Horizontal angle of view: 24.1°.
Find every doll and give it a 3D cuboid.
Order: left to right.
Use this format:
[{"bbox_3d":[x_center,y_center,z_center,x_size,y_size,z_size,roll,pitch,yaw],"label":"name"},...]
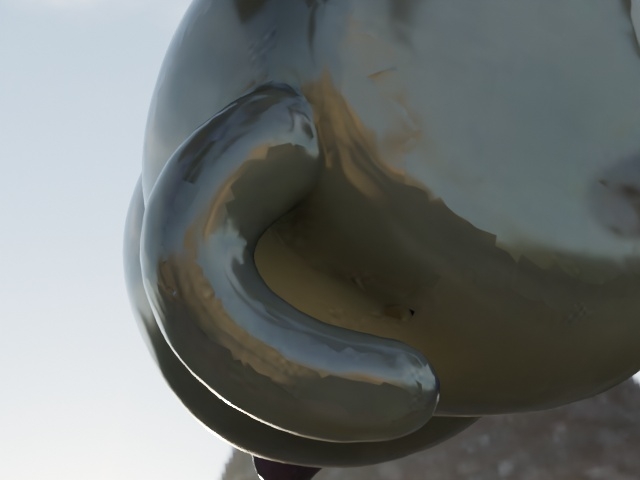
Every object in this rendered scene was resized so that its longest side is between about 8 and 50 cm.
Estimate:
[{"bbox_3d":[0.025,-0.016,0.632,0.226,0.215,0.370,-29,-6,-9],"label":"doll"}]
